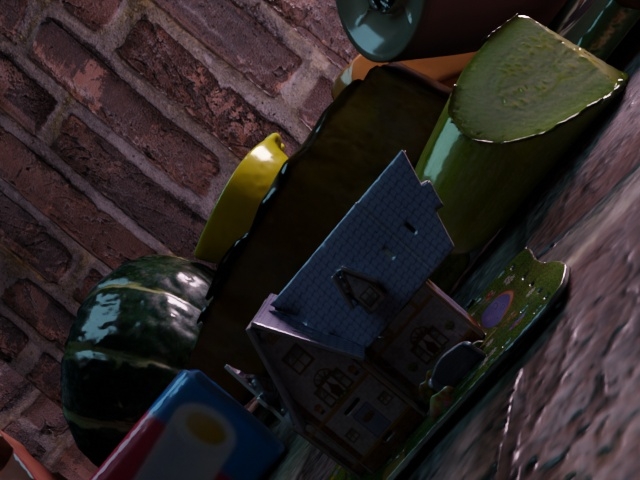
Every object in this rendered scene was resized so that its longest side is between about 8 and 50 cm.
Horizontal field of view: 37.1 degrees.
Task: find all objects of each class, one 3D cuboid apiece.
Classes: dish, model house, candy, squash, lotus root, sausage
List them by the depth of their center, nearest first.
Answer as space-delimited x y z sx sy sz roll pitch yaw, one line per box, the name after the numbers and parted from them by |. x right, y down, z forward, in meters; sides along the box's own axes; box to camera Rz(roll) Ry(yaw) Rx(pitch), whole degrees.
0.020 0.043 0.433 0.167 0.088 0.117 -50 1 8 | model house
0.101 -0.047 0.579 0.200 0.090 0.075 -56 -9 -4 | squash
-0.162 0.240 0.717 0.306 0.100 0.157 -51 1 -12 | candy
0.000 0.000 0.938 0.375 0.111 0.390 -51 -5 -16 | lotus root
-0.179 0.144 1.058 0.252 0.165 0.252 3 -90 -75 | squash
-0.064 -0.035 1.108 0.207 0.080 0.149 -55 -9 -37 | dish
0.128 -0.185 1.109 0.241 0.120 0.136 -24 -24 5 | sausage

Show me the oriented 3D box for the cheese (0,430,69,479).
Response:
-0.252 0.287 0.866 0.128 0.203 0.177 -49 16 -12 | cheese

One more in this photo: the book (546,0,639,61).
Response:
0.180 -0.128 0.751 0.371 0.043 0.260 -52 2 4 | book

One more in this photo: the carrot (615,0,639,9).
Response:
0.183 -0.183 0.422 0.159 0.159 0.225 -51 -8 -31 | carrot

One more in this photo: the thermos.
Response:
0.163 -0.261 0.894 0.265 0.146 0.176 -12 -54 -28 | thermos
